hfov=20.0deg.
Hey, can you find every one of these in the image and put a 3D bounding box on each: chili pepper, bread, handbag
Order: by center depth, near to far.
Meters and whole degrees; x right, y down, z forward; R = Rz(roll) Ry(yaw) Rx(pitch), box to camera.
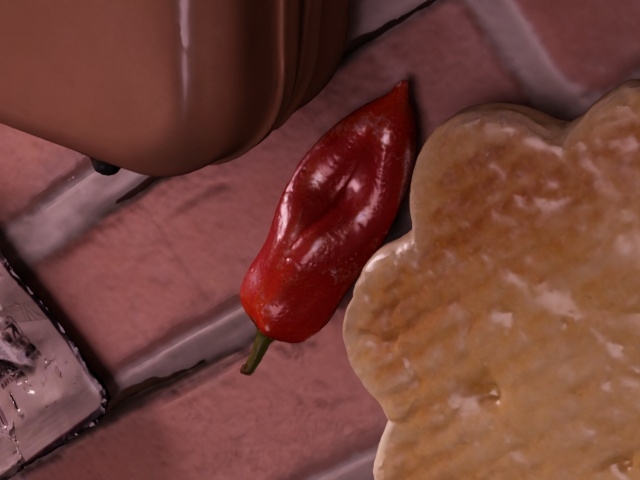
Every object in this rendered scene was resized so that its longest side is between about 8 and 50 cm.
[{"bbox_3d":[-0.128,-0.195,0.848,0.302,0.149,0.283,21,122,25],"label":"handbag"},{"bbox_3d":[0.151,0.074,0.849,0.316,0.054,0.316,12,115,26],"label":"bread"},{"bbox_3d":[0.000,0.001,0.911,0.059,0.050,0.191,44,120,29],"label":"chili pepper"}]

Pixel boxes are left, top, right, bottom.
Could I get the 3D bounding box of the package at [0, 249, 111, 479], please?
[{"bbox_3d":[-0.234,0.033,1.079,0.154,0.030,0.239,-33,91,38],"label":"package"}]
